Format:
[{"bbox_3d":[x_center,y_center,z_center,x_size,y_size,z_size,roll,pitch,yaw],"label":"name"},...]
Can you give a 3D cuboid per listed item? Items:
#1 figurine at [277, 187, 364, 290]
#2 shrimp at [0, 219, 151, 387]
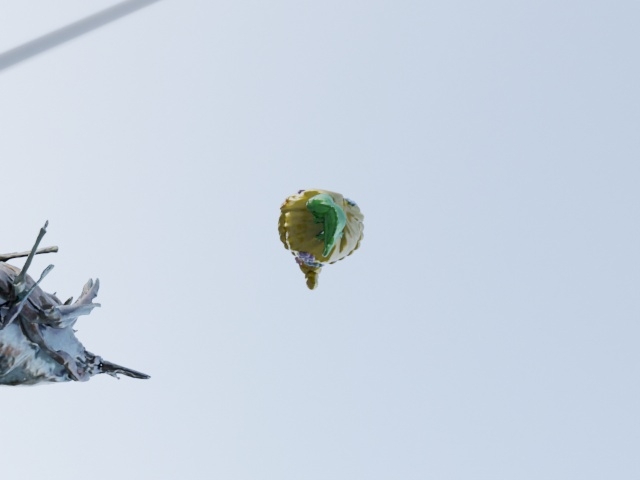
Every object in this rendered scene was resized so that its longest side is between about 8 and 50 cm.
[{"bbox_3d":[0.000,0.000,1.323,0.156,0.095,0.115,-176,-94,-77],"label":"figurine"},{"bbox_3d":[-0.294,0.066,1.161,0.172,0.372,0.137,-24,-115,39],"label":"shrimp"}]
